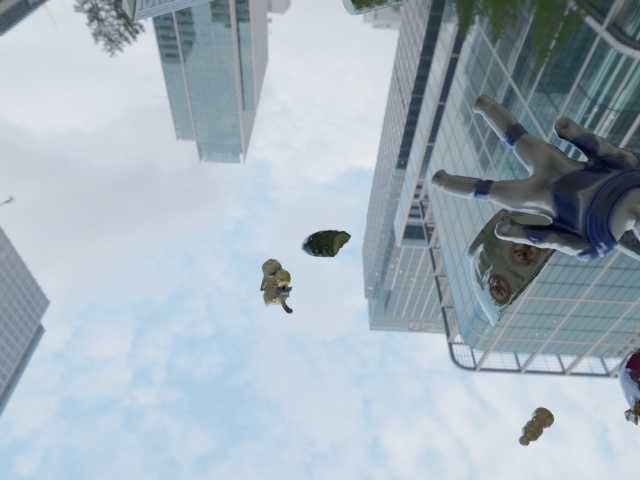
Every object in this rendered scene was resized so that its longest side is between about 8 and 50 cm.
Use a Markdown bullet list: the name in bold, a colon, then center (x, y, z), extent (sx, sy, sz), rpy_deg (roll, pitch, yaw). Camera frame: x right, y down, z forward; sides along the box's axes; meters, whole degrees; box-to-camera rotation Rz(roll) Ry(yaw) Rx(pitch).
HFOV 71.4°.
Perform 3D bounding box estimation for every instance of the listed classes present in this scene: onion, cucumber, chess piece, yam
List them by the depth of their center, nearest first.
- **chess piece**: center (0.358, 0.317, 0.749), extent (0.092, 0.035, 0.035), rpy_deg (-17, -133, -41)
- **onion**: center (0.620, 0.276, 0.795), extent (0.177, 0.153, 0.177), rpy_deg (40, -151, -28)
- **cucumber**: center (0.000, 0.000, 0.849), extent (0.108, 0.035, 0.067), rpy_deg (1, -141, 46)
- **yam**: center (0.134, -0.571, 1.022), extent (0.179, 0.078, 0.078), rpy_deg (-20, -130, -7)

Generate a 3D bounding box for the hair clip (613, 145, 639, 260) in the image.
- **hair clip**: center (0.637, -0.098, 0.672), extent (0.319, 0.238, 0.392), rpy_deg (21, -128, 4)

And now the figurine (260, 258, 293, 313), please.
- **figurine**: center (-0.063, 0.071, 0.698), extent (0.051, 0.083, 0.047), rpy_deg (16, -147, 42)

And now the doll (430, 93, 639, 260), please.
- **doll**: center (0.207, -0.034, 0.362), extent (0.227, 0.113, 0.057), rpy_deg (35, -171, 34)

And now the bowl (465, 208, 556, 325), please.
- **bowl**: center (0.454, 0.025, 1.055), extent (0.158, 0.337, 0.337), rpy_deg (40, -125, 23)

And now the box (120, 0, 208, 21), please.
- **box**: center (-0.205, -0.393, 0.656), extent (0.178, 0.115, 0.035), rpy_deg (-36, -92, -31)
